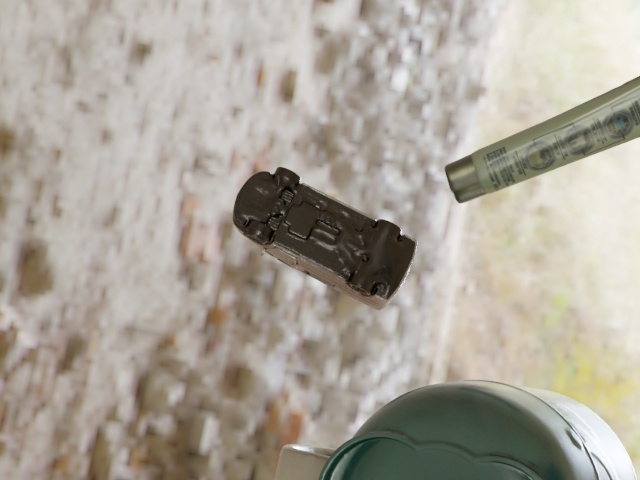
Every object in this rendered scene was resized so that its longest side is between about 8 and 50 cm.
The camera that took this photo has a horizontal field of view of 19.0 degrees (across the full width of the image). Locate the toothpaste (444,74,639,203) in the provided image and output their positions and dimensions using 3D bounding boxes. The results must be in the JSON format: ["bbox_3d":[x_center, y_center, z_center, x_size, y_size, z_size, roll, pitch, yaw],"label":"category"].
[{"bbox_3d":[0.221,-0.092,1.637,0.039,0.239,0.062,-87,152,-69],"label":"toothpaste"}]

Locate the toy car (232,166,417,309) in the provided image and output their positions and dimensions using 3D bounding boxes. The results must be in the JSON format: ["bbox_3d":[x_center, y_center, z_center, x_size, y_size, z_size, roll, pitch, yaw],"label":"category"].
[{"bbox_3d":[0.000,0.000,2.124,0.089,0.210,0.108,-64,-179,-13],"label":"toy car"}]

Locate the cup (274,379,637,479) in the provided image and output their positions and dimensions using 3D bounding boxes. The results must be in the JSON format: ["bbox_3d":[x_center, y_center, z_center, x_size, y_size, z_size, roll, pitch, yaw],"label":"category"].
[{"bbox_3d":[0.104,0.218,1.579,0.257,0.290,0.219,19,82,-67],"label":"cup"}]
